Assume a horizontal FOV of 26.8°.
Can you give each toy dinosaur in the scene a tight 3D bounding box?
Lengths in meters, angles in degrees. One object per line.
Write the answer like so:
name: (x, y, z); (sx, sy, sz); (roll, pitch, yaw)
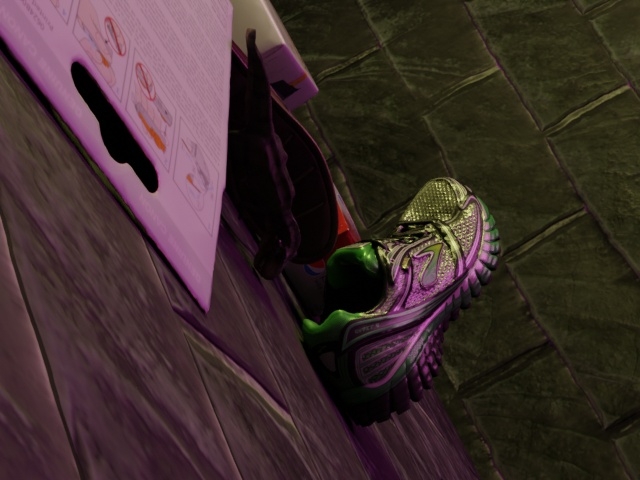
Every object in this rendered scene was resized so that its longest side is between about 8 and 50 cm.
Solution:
toy dinosaur: (-0.077, -0.094, 1.293); (0.118, 0.064, 0.268); (20, -48, 37)

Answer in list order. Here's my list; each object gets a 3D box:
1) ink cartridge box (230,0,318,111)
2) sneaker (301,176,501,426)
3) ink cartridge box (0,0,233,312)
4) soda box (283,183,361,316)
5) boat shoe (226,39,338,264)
ink cartridge box: (-0.125, -0.306, 1.932); (0.226, 0.131, 0.306); (62, 6, 9)
sneaker: (0.092, 0.034, 1.474); (0.146, 0.134, 0.344); (54, 41, -22)
ink cartridge box: (-0.175, -0.167, 1.017); (0.385, 0.091, 0.308); (-90, 156, -45)
soda box: (0.000, 0.000, 1.658); (0.083, 0.092, 0.263); (62, 4, -19)
boat shoe: (-0.071, -0.119, 1.479); (0.307, 0.110, 0.104); (61, 5, -8)
